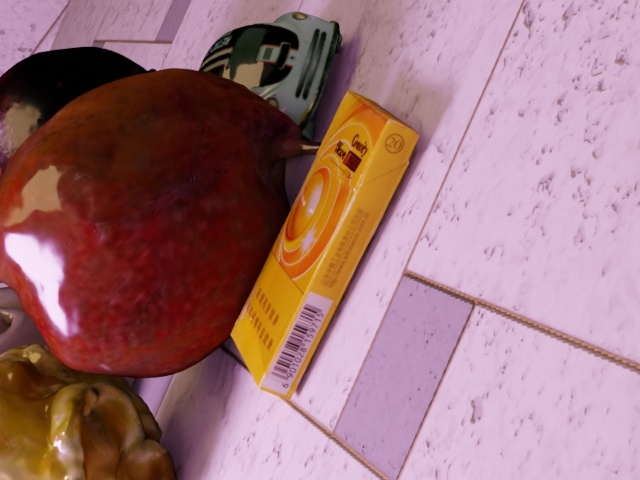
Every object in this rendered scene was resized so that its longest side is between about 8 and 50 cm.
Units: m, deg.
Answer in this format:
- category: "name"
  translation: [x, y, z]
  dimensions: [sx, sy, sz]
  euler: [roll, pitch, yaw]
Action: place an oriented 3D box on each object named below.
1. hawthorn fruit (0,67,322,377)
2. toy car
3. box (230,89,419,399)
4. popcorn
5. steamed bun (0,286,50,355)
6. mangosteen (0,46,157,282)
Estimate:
- category: "hawthorn fruit"
  translation: [-0.182, -0.026, 1.527]
  dimensions: [0.324, 0.308, 0.308]
  euler: [-63, 19, 23]
- category: "toy car"
  translation: [-0.084, -0.162, 1.678]
  dimensions: [0.306, 0.125, 0.136]
  euler: [-22, 48, 61]
- category: "box"
  translation: [0.000, 0.000, 1.387]
  dimensions: [0.269, 0.043, 0.152]
  euler: [-63, 20, 9]
- category: "popcorn"
  translation: [-0.283, 0.229, 1.551]
  dimensions: [0.258, 0.270, 0.224]
  euler: [-133, 54, -79]
- category: "steamed bun"
  translation: [-0.430, 0.204, 1.829]
  dimensions: [0.342, 0.255, 0.367]
  euler: [-31, 37, 7]
- category: "mangosteen"
  translation: [-0.312, -0.073, 1.871]
  dimensions: [0.347, 0.307, 0.307]
  euler: [-40, 22, 2]
